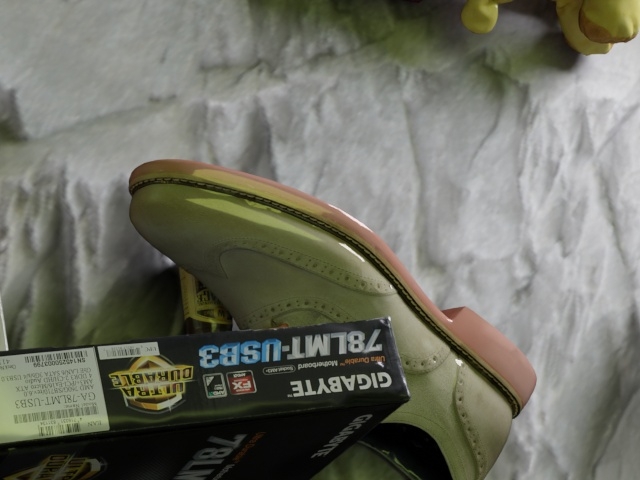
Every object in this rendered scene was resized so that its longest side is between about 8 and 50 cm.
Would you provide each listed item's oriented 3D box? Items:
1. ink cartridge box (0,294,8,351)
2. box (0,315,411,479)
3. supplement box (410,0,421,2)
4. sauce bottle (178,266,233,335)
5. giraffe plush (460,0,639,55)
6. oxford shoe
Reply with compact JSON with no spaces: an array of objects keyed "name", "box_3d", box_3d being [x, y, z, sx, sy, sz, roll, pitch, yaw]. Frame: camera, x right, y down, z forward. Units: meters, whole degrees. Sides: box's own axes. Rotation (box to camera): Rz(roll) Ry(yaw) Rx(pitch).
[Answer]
[{"name":"ink cartridge box","box_3d":[-0.322,0.028,1.267,0.134,0.078,0.231,-3,68,-24]},{"name":"box","box_3d":[-0.128,0.145,1.168,0.293,0.295,0.073,-2,68,-25]},{"name":"supplement box","box_3d":[0.065,-0.332,1.577,0.104,0.081,0.188,6,77,-21]},{"name":"sauce bottle","box_3d":[-0.093,0.063,1.371,0.042,0.042,0.128,-1,68,-23]},{"name":"giraffe plush","box_3d":[0.207,-0.267,1.576,0.171,0.210,0.181,-8,72,-7]},{"name":"oxford shoe","box_3d":[0.003,0.076,1.326,0.397,0.140,0.146,33,64,-17]}]
